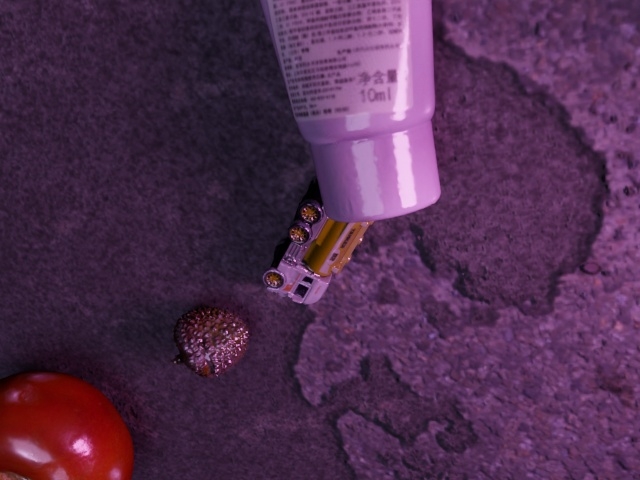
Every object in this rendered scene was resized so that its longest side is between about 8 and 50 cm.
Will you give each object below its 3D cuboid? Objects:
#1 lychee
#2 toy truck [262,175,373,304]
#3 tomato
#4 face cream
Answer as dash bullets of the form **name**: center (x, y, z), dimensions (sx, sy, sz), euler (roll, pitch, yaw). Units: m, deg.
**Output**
- **lychee**: center (-0.109, 0.098, 0.809), dimensions (0.083, 0.068, 0.067), euler (-20, 110, 2)
- **toy truck**: center (0.000, 0.000, 0.719), dimensions (0.062, 0.052, 0.123), euler (27, 125, -4)
- **tomato**: center (-0.297, 0.230, 0.920), dimensions (0.195, 0.136, 0.195), euler (9, 120, 15)
- **face cream**: center (0.020, -0.154, 0.603), dimensions (0.154, 0.096, 0.274), euler (-4, 106, 25)
